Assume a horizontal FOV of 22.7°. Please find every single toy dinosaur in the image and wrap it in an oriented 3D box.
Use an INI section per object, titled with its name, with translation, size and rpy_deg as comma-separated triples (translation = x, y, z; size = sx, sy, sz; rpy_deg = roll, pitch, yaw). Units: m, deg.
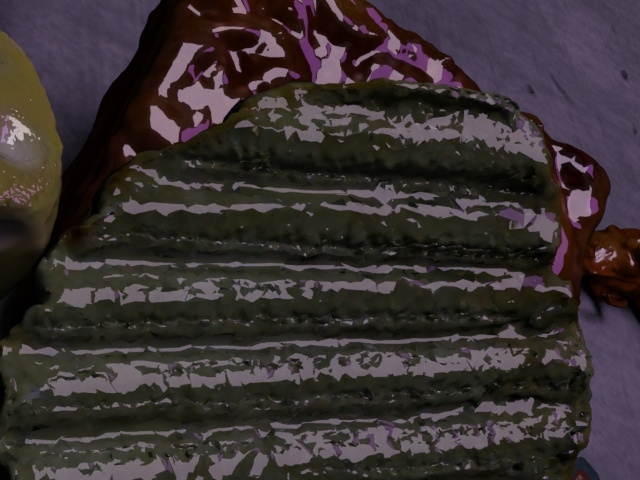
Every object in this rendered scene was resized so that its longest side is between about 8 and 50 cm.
[toy dinosaur]
translation = 0.378, 0.043, 1.710
size = 0.432, 0.097, 0.208
rpy_deg = 0, 47, -53

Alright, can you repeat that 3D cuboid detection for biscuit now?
[biscuit]
translation = 0.000, 0.000, 1.174
size = 0.395, 0.166, 0.342
rpy_deg = 34, 56, -20

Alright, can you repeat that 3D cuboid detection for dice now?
[dice]
translation = -0.272, -0.043, 0.978
size = 0.166, 0.169, 0.169
rpy_deg = 5, 52, -45

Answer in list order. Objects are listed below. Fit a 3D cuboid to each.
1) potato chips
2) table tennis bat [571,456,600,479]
[potato chips]
translation = 0.000, 0.076, 1.011
size = 0.429, 0.070, 0.358
rpy_deg = -3, 87, -26
[table tennis bat]
translation = 0.170, 0.248, 1.324
size = 0.154, 0.021, 0.274
rpy_deg = 52, 35, 5
